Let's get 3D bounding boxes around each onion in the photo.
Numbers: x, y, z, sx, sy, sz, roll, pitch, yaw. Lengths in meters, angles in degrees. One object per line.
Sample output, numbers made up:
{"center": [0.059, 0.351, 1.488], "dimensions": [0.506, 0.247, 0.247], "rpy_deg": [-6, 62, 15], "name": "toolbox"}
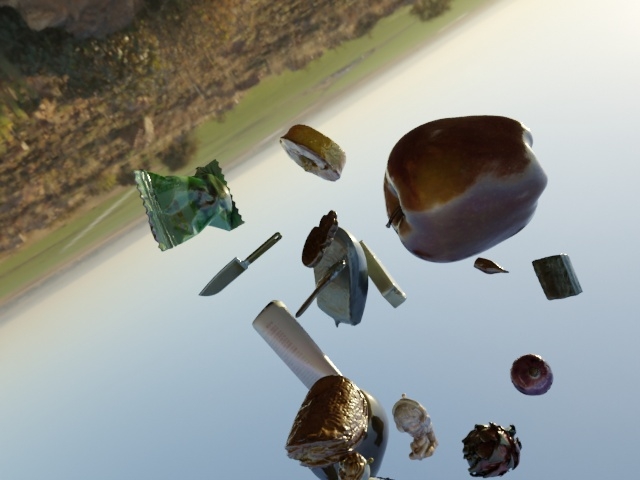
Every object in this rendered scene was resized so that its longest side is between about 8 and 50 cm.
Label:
{"center": [0.584, 0.374, 1.539], "dimensions": [0.115, 0.115, 0.104], "rpy_deg": [-33, 145, -1], "name": "onion"}

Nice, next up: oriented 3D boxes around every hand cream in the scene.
{"center": [-0.060, 0.342, 1.692], "dimensions": [0.118, 0.358, 0.185], "rpy_deg": [-32, 164, -42], "name": "hand cream"}

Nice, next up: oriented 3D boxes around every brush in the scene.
{"center": [-0.004, 0.120, 1.349], "dimensions": [0.196, 0.021, 0.070], "rpy_deg": [-50, -170, -35], "name": "brush"}

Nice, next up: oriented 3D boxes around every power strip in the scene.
{"center": [0.191, 0.105, 1.897], "dimensions": [0.058, 0.098, 0.338], "rpy_deg": [-41, -143, 8], "name": "power strip"}

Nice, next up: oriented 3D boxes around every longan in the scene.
{"center": [0.106, 0.789, 2.243], "dimensions": [0.404, 0.404, 0.336], "rpy_deg": [-40, -168, -36], "name": "longan"}

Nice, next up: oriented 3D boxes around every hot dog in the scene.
{"center": [0.014, 0.454, 1.396], "dimensions": [0.196, 0.122, 0.272], "rpy_deg": [-17, -165, 18], "name": "hot dog"}

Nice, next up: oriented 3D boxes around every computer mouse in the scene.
{"center": [0.071, 0.114, 1.796], "dimensions": [0.188, 0.370, 0.122], "rpy_deg": [21, -148, 39], "name": "computer mouse"}

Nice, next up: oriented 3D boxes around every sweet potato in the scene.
{"center": [0.536, 0.082, 1.741], "dimensions": [0.117, 0.049, 0.049], "rpy_deg": [19, -136, 37], "name": "sweet potato"}

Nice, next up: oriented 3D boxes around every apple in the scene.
{"center": [0.272, -0.109, 1.115], "dimensions": [0.317, 0.288, 0.288], "rpy_deg": [-16, -169, 3], "name": "apple"}

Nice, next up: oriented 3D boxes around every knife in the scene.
{"center": [-0.269, 0.078, 1.844], "dimensions": [0.343, 0.061, 0.027], "rpy_deg": [-41, -151, 4], "name": "knife"}

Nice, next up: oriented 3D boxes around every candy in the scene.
{"center": [-0.425, -0.121, 1.771], "dimensions": [0.172, 0.262, 0.398], "rpy_deg": [-33, 177, 22], "name": "candy"}

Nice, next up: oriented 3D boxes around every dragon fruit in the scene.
{"center": [0.546, 0.673, 1.790], "dimensions": [0.189, 0.182, 0.182], "rpy_deg": [11, -175, -8], "name": "dragon fruit"}

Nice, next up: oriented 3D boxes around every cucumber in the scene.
{"center": [0.615, 0.089, 1.420], "dimensions": [0.117, 0.115, 0.062], "rpy_deg": [-12, 170, -31], "name": "cucumber"}

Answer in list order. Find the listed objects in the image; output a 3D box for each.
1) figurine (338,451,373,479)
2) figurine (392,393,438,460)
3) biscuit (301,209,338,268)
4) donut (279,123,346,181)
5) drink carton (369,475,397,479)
{"center": [0.066, 0.556, 1.270], "dimensions": [0.143, 0.068, 0.101], "rpy_deg": [-71, -165, -12], "name": "figurine"}
{"center": [0.355, 0.710, 2.135], "dimensions": [0.163, 0.236, 0.141], "rpy_deg": [-24, 176, 41], "name": "figurine"}
{"center": [0.000, 0.000, 1.452], "dimensions": [0.175, 0.026, 0.124], "rpy_deg": [-53, -152, 35], "name": "biscuit"}
{"center": [-0.026, -0.298, 1.915], "dimensions": [0.118, 0.254, 0.253], "rpy_deg": [-63, -165, -8], "name": "donut"}
{"center": [0.152, 0.828, 1.517], "dimensions": [0.194, 0.324, 0.132], "rpy_deg": [7, 172, 11], "name": "drink carton"}
